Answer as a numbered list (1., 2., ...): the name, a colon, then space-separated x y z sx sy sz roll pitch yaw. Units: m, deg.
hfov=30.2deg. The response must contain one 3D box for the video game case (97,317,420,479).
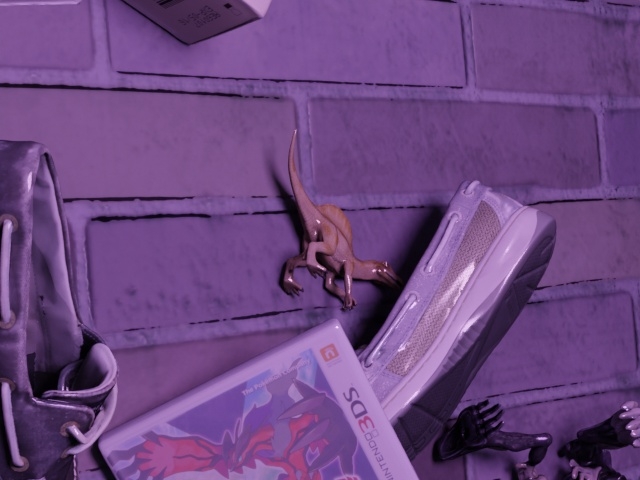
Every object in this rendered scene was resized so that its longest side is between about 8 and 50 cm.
1. video game case: -0.037 0.182 0.900 0.201 0.023 0.183 -27 104 -1

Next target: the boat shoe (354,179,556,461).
1. boat shoe: 0.078 0.087 1.007 0.320 0.103 0.118 -52 154 -13

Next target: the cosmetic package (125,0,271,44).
1. cosmetic package: -0.078 -0.330 0.929 0.160 0.113 0.309 34 66 -30

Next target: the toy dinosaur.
1. toy dinosaur: 0.000 0.000 1.006 0.183 0.053 0.092 50 44 -31

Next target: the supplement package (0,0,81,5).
1. supplement package: -0.233 -0.274 0.642 0.204 0.145 0.261 -10 71 -39

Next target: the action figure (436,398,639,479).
1. action figure: 0.245 0.237 1.107 0.276 0.141 0.164 18 64 -34

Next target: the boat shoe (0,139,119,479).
1. boat shoe: -0.186 0.094 0.737 0.121 0.119 0.335 -77 162 -60
